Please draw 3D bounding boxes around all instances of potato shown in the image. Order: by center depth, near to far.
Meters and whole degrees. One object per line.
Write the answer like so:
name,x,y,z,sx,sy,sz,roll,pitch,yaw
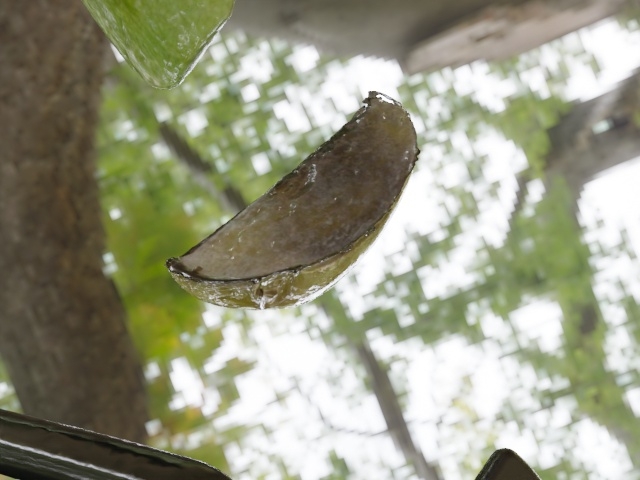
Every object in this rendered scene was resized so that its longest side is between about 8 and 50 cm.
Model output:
potato,0.002,0.000,1.603,0.120,0.261,0.100,34,150,32

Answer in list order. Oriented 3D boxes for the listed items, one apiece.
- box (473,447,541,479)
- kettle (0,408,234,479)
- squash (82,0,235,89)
box,0.170,0.273,1.803,0.125,0.027,0.126,-53,-50,-18
kettle,-0.124,0.249,1.034,0.203,0.308,0.262,-61,-25,-29
squash,-0.094,-0.227,1.197,0.260,0.189,0.189,52,-167,14
